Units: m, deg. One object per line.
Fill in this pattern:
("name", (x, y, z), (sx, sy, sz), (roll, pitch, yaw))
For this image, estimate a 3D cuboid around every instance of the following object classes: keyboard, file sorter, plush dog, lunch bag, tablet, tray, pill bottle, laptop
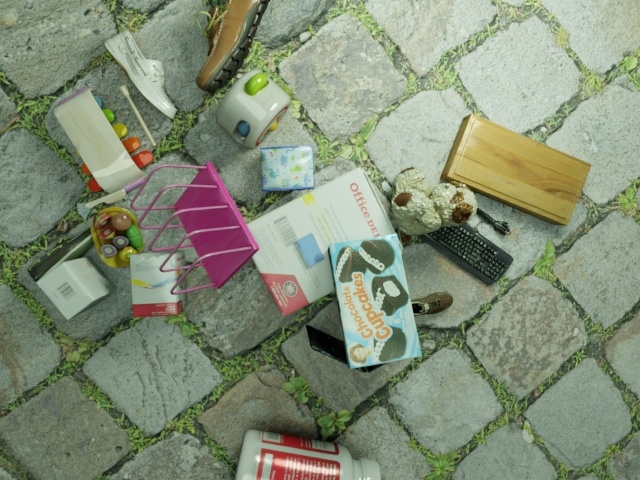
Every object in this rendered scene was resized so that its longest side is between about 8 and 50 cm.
("keyboard", (0.473, -0.017, 1.405), (0.317, 0.033, 0.201), (34, 90, -7))
("file sorter", (-0.344, -0.032, 1.179), (0.202, 0.182, 0.290), (-42, 71, 32))
("plush dog", (0.333, -0.091, 1.289), (0.225, 0.262, 0.210), (-6, 118, 16))
("lunch bag", (-0.093, -0.209, 1.313), (0.151, 0.096, 0.129), (-3, 94, 9))
("tablet", (-0.028, 0.025, 1.217), (0.054, 0.006, 0.083), (-26, 97, -3))
("tray", (0.601, -0.213, 1.382), (0.411, 0.076, 0.203), (21, 92, -6))
("pill bottle", (-0.044, 0.701, 1.308), (0.408, 0.229, 0.229), (12, 92, -5))
("laptop", (0.108, 0.272, 1.291), (0.264, 0.234, 0.136), (26, 90, -5))

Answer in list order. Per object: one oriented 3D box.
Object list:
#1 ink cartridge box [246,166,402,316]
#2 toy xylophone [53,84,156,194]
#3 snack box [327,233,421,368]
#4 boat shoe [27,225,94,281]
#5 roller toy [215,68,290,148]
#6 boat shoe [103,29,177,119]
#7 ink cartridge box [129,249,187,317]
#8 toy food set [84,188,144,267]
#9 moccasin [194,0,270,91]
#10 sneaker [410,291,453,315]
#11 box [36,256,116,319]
("ink cartridge box", (0.000, 0.000, 1.302), (0.385, 0.160, 0.279), (-27, 95, -2))
("toy xylophone", (-0.599, -0.294, 1.276), (0.236, 0.081, 0.322), (-22, 95, -3))
("snack box", (0.136, 0.155, 1.171), (0.187, 0.060, 0.322), (-9, 79, -5))
("boat shoe", (-0.734, 0.033, 1.285), (0.228, 0.081, 0.068), (-44, 89, -6))
("roller toy", (-0.181, -0.359, 1.253), (0.146, 0.209, 0.191), (40, 103, -6))
("boat shoe", (-0.488, -0.473, 1.266), (0.096, 0.098, 0.277), (-39, 94, -1))
("ink cartridge box", (-0.461, 0.118, 1.289), (0.127, 0.128, 0.176), (-2, 94, -4))
("toy food set", (-0.575, -0.023, 1.268), (0.128, 0.071, 0.218), (-20, 109, -26))
("moccasin", (-0.262, -0.598, 1.256), (0.147, 0.139, 0.380), (23, 91, -5))
("sneaker", (0.328, 0.207, 1.386), (0.188, 0.071, 0.066), (-13, 94, -3))
("box", (-0.673, 0.128, 1.251), (0.091, 0.170, 0.130), (-37, 96, -3))
